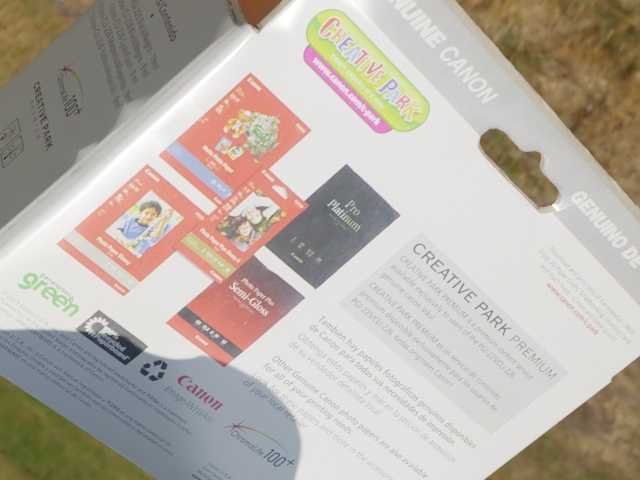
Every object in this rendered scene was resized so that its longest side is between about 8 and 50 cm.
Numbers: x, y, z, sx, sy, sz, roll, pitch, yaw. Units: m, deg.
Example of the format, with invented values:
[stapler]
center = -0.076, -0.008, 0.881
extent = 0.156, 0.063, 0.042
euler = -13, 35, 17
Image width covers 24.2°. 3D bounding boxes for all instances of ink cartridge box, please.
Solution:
[ink cartridge box]
center = 0.000, 0.000, 0.764
extent = 0.309, 0.272, 0.130
euler = 42, -166, -36
